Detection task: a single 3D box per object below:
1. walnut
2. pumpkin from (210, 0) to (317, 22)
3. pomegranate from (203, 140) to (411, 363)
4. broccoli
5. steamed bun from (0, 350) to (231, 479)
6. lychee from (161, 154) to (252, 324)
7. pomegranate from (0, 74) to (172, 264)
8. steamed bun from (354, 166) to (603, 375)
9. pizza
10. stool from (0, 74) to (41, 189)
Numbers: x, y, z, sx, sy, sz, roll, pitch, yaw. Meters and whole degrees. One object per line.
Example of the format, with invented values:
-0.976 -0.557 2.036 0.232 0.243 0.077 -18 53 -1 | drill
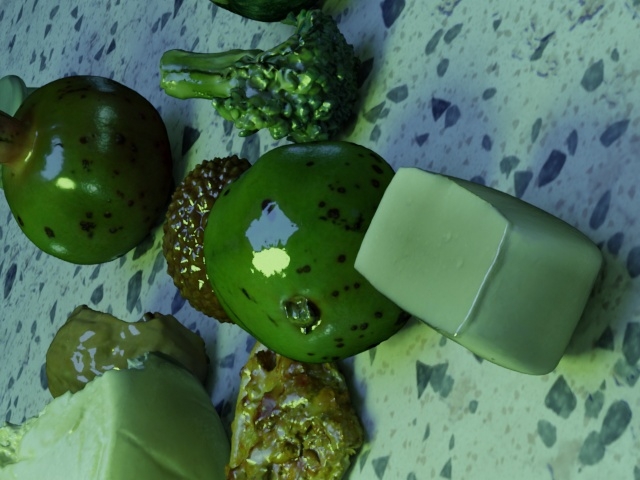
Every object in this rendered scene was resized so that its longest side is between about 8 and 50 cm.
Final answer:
-0.284 0.185 2.000 0.238 0.204 0.141 -46 -1 37 | walnut
-0.060 -0.416 1.984 0.263 0.197 0.293 -63 22 -11 | pumpkin
0.000 0.000 1.624 0.254 0.254 0.270 -46 25 37 | pomegranate
-0.090 -0.181 1.856 0.275 0.177 0.198 -4 38 16 | broccoli
-0.238 0.278 1.818 0.273 0.290 0.272 44 107 38 | steamed bun
-0.105 0.007 1.832 0.238 0.200 0.200 81 177 -48 | lychee
-0.383 -0.101 2.218 0.291 0.323 0.290 20 115 53 | pomegranate
0.160 0.028 1.407 0.242 0.164 0.146 33 101 60 | steamed bun
-0.036 0.220 1.707 0.226 0.086 0.335 -19 57 55 | pizza
-0.468 -0.160 2.503 0.195 0.199 0.195 -45 38 41 | stool
